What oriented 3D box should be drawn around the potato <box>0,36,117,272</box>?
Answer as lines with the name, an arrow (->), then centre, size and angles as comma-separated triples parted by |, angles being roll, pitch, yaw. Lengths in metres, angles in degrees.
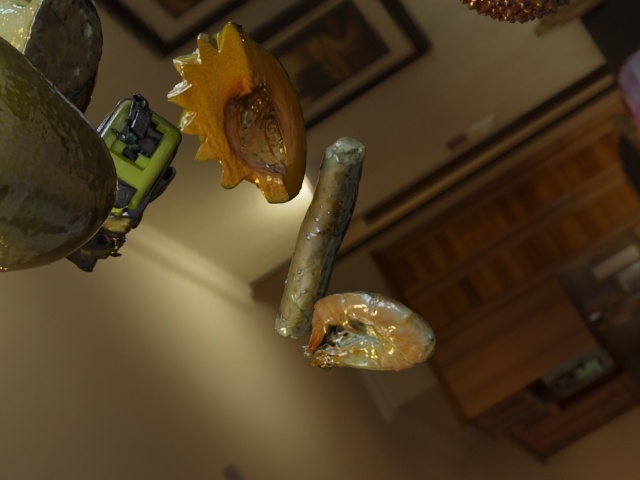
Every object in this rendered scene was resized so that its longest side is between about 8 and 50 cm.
potato -> -0.254, -0.066, 1.015 | 0.251, 0.159, 0.174 | 34, -112, -38

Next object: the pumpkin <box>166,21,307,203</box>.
pumpkin -> -0.111, -0.179, 1.877 | 0.149, 0.130, 0.254 | -57, -48, -62

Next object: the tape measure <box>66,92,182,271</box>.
tape measure -> -0.235, -0.076, 1.623 | 0.112, 0.199, 0.186 | 32, -123, -11

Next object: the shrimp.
shrimp -> 0.042, 0.122, 1.772 | 0.145, 0.061, 0.267 | 35, 156, -18

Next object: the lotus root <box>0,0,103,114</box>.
lotus root -> -0.324, -0.206, 1.476 | 0.149, 0.260, 0.267 | 15, -105, -47

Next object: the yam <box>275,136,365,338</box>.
yam -> 0.000, 0.000, 1.953 | 0.067, 0.317, 0.071 | 11, -151, -10

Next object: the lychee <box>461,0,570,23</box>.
lychee -> 0.228, -0.337, 1.594 | 0.188, 0.188, 0.188 | 55, -169, -15
